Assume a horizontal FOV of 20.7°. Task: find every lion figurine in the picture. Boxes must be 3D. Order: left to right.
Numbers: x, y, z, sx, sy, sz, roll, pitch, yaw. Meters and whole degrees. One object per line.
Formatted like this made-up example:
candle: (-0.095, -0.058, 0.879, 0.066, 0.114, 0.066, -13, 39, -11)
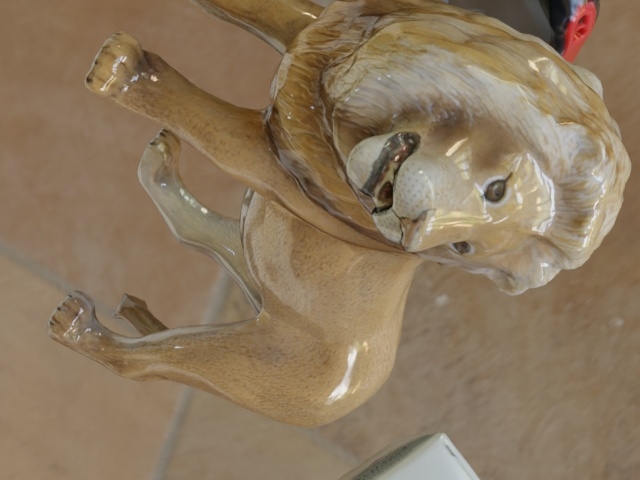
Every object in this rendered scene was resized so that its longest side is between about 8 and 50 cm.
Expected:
lion figurine: (0.000, 0.000, 0.877, 0.240, 0.142, 0.392, 31, 152, 7)

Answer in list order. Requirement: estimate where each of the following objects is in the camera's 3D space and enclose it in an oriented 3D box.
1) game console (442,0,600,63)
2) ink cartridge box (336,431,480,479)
game console: (0.037, -0.246, 1.050, 0.060, 0.342, 0.387, -28, 83, -2)
ink cartridge box: (-0.001, 0.146, 0.617, 0.154, 0.212, 0.093, -34, 83, -3)
